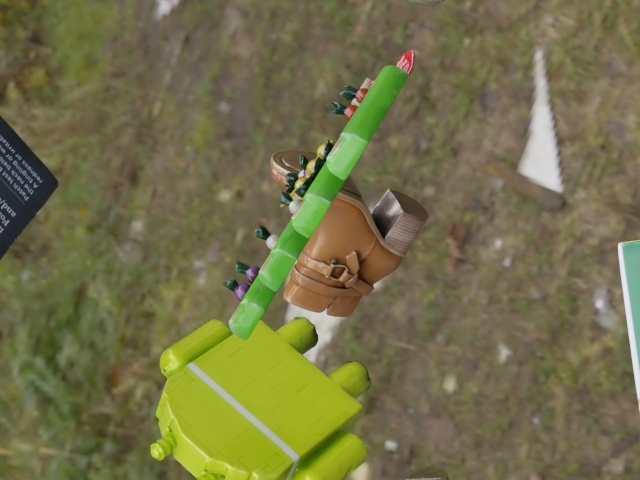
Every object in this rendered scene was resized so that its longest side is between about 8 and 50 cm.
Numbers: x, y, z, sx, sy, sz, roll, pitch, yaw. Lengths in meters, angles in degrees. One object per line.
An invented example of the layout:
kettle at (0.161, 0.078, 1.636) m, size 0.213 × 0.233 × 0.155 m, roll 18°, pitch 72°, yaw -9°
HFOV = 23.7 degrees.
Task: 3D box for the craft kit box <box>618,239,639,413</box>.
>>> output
craft kit box at (0.212, 0.130, 0.852) m, size 0.061 × 0.246 × 0.250 m, roll -8°, pitch 81°, yaw 15°

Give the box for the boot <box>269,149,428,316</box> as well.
boot at (0.000, 0.000, 1.573) m, size 0.152 × 0.197 × 0.073 m, roll -53°, pitch 30°, yaw 22°

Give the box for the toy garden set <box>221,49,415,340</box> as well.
toy garden set at (-0.001, -0.062, 1.274) m, size 0.244 × 0.049 × 0.204 m, roll -58°, pitch 1°, yaw 40°

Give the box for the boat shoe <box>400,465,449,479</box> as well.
boat shoe at (0.058, 0.267, 1.413) m, size 0.153 × 0.048 × 0.056 m, roll -31°, pitch 27°, yaw -19°

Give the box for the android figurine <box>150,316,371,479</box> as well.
android figurine at (-0.070, 0.188, 1.694) m, size 0.248 × 0.273 × 0.056 m, roll 38°, pitch 135°, yaw 17°

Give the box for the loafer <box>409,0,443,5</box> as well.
loafer at (0.038, -0.210, 0.980) m, size 0.148 × 0.056 × 0.050 m, roll 63°, pitch 162°, yaw 9°

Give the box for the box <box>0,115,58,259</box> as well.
box at (-0.626, 0.051, 1.700) m, size 0.480 × 0.297 × 0.472 m, roll -23°, pitch 25°, yaw 41°
